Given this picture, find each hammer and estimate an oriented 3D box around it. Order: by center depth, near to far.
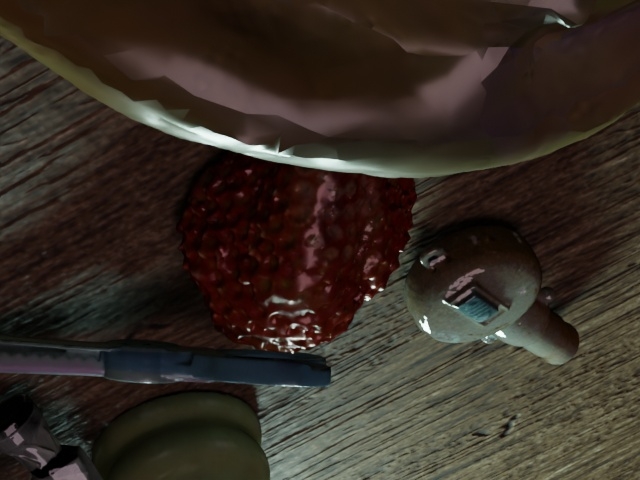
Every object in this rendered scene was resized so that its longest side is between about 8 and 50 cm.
[{"bbox_3d":[-0.354,0.263,1.164,0.427,0.044,0.152,-26,114,17],"label":"hammer"}]

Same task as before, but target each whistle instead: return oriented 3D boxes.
[{"bbox_3d":[0.141,0.052,1.151,0.107,0.057,0.220,-37,142,17],"label":"whistle"}]

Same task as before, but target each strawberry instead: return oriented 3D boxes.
[{"bbox_3d":[-0.007,0.002,0.978,0.175,0.106,0.236,-18,142,-2],"label":"strawberry"}]

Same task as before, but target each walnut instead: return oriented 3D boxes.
[{"bbox_3d":[-0.004,-0.200,0.572,0.384,0.383,0.383,-13,141,-11],"label":"walnut"}]

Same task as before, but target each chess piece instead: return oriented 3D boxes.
[{"bbox_3d":[-0.082,0.258,1.131,0.144,0.251,0.144,-13,141,-11],"label":"chess piece"}]

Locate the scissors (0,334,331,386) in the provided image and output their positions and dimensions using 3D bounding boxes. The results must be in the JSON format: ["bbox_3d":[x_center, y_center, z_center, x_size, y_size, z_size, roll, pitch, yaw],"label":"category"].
[{"bbox_3d":[-0.122,0.085,1.028,0.256,0.030,0.125,3,179,-4],"label":"scissors"}]
